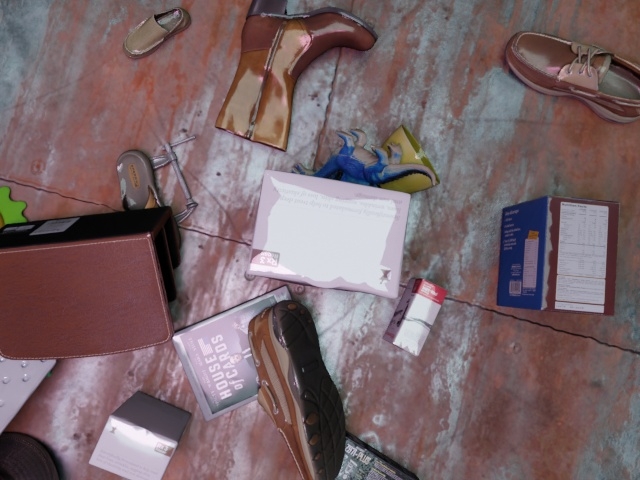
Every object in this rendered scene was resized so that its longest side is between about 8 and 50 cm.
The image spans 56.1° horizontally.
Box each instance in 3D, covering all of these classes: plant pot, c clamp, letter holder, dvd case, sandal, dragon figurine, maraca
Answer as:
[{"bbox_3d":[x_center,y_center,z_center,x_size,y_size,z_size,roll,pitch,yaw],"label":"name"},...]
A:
[{"bbox_3d":[0.154,-0.141,1.159,0.095,0.134,0.134,-32,90,18],"label":"plant pot"},{"bbox_3d":[-0.286,-0.109,1.155,0.137,0.022,0.161,-17,89,-5],"label":"c clamp"},{"bbox_3d":[-0.404,0.077,1.046,0.302,0.152,0.214,-6,110,1],"label":"letter holder"},{"bbox_3d":[-0.141,0.213,1.144,0.238,0.029,0.179,-23,89,-8],"label":"dvd case"},{"bbox_3d":[-0.329,-0.066,1.116,0.090,0.060,0.219,-16,89,7],"label":"sandal"},{"bbox_3d":[0.082,-0.114,1.095,0.289,0.085,0.144,25,118,26],"label":"dragon figurine"},{"bbox_3d":[-0.624,-0.026,1.083,0.127,0.099,0.186,45,57,-6],"label":"maraca"}]

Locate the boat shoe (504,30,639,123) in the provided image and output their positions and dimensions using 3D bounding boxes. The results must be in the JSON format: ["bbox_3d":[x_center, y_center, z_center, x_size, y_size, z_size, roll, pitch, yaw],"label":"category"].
[{"bbox_3d":[0.533,-0.345,1.204,0.324,0.116,0.123,20,84,-4],"label":"boat shoe"}]

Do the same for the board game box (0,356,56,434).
[{"bbox_3d":[-0.703,0.268,0.952,0.390,0.050,0.390,23,49,4],"label":"board game box"}]

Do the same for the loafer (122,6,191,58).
[{"bbox_3d":[-0.319,-0.407,1.158,0.148,0.050,0.056,-38,90,-7],"label":"loafer"}]

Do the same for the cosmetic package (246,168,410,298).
[{"bbox_3d":[0.000,0.000,0.994,0.217,0.385,0.156,10,85,-5],"label":"cosmetic package"}]

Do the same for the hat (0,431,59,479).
[{"bbox_3d":[-0.594,0.450,0.960,0.331,0.134,0.331,-4,52,6],"label":"hat"}]

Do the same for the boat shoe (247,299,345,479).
[{"bbox_3d":[-0.049,0.273,1.082,0.120,0.122,0.324,-20,80,35],"label":"boat shoe"}]

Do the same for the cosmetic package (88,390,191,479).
[{"bbox_3d":[-0.297,0.331,1.019,0.117,0.231,0.085,24,84,-3],"label":"cosmetic package"}]

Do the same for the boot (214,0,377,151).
[{"bbox_3d":[-0.045,-0.311,1.157,0.264,0.096,0.280,14,86,-5],"label":"boot"}]

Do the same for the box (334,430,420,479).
[{"bbox_3d":[0.077,0.466,1.124,0.180,0.077,0.147,32,84,-3],"label":"box"}]

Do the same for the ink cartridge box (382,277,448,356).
[{"bbox_3d":[0.178,0.144,1.145,0.056,0.099,0.135,26,83,-3],"label":"ink cartridge box"}]

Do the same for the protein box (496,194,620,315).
[{"bbox_3d":[0.437,0.032,1.127,0.136,0.200,0.201,6,85,-5],"label":"protein box"}]
